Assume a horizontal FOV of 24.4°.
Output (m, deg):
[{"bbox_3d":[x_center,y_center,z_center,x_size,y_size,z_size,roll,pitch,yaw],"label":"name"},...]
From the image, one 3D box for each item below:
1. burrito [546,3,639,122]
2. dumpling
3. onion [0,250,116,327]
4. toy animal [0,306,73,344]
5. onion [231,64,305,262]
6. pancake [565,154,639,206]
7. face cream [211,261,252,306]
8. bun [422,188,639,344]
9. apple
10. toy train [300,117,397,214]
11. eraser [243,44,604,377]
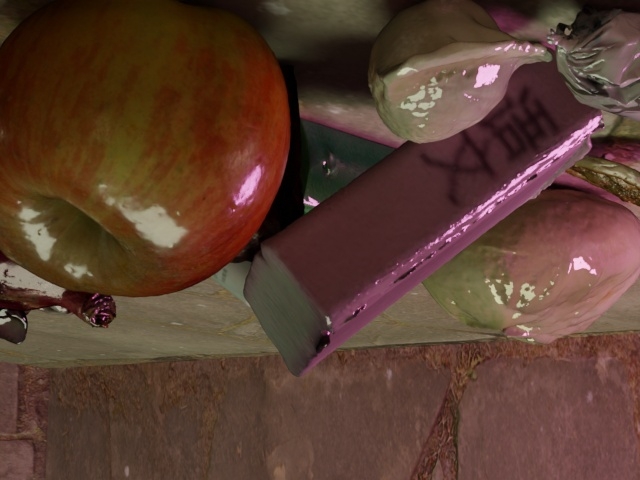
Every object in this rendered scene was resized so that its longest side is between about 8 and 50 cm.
[{"bbox_3d":[0.362,-0.154,1.419,0.446,0.101,0.139,7,165,-34],"label":"burrito"},{"bbox_3d":[0.126,-0.160,1.345,0.167,0.126,0.216,-13,159,13],"label":"dumpling"},{"bbox_3d":[-0.289,0.005,1.515,0.195,0.218,0.140,-37,161,-5],"label":"onion"},{"bbox_3d":[-0.532,0.064,2.347,0.303,0.194,0.344,7,171,-5],"label":"toy animal"},{"bbox_3d":[-0.125,-0.075,1.585,0.206,0.206,0.216,-2,163,-5],"label":"onion"},{"bbox_3d":[0.364,-0.079,1.872,0.158,0.028,0.158,22,177,1],"label":"pancake"},{"bbox_3d":[-0.167,-0.040,1.744,0.311,0.092,0.092,35,-177,23],"label":"face cream"},{"bbox_3d":[0.289,0.041,2.123,0.361,0.213,0.361,1,171,0],"label":"bun"},{"bbox_3d":[-0.168,-0.101,1.358,0.302,0.301,0.301,0,169,0],"label":"apple"},{"bbox_3d":[-0.004,-0.061,1.860,0.202,0.120,0.301,-13,162,40],"label":"toy train"},{"bbox_3d":[0.096,-0.025,1.533,0.359,0.122,0.272,-35,174,-15],"label":"eraser"}]
